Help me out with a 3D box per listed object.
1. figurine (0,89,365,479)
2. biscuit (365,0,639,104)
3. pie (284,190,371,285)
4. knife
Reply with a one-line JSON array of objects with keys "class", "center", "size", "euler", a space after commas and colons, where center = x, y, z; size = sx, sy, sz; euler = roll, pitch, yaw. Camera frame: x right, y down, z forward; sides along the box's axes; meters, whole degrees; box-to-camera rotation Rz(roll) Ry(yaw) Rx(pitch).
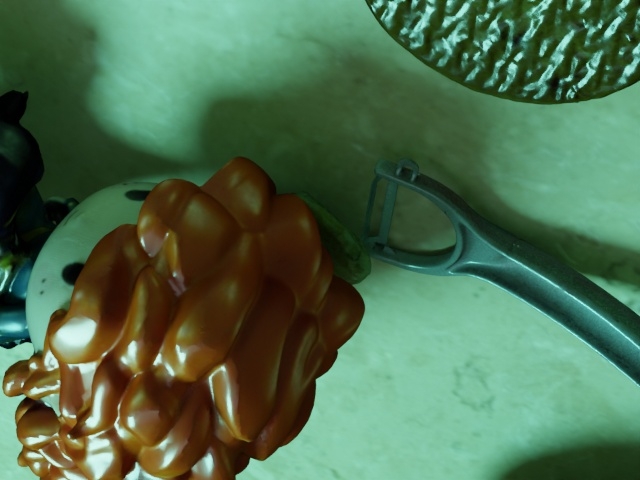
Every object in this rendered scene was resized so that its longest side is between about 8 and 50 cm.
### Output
[{"class": "figurine", "center": [-0.180, 0.021, 1.195], "size": [0.412, 0.241, 0.306], "euler": [33, 136, 14]}, {"class": "biscuit", "center": [0.114, -0.158, 0.972], "size": [0.212, 0.036, 0.212], "euler": [15, 142, 12]}, {"class": "pie", "center": [0.000, 0.000, 1.211], "size": [0.084, 0.020, 0.084], "euler": [31, 151, 20]}, {"class": "knife", "center": [0.153, 0.036, 1.145], "size": [0.278, 0.053, 0.123], "euler": [32, 155, 14]}]
